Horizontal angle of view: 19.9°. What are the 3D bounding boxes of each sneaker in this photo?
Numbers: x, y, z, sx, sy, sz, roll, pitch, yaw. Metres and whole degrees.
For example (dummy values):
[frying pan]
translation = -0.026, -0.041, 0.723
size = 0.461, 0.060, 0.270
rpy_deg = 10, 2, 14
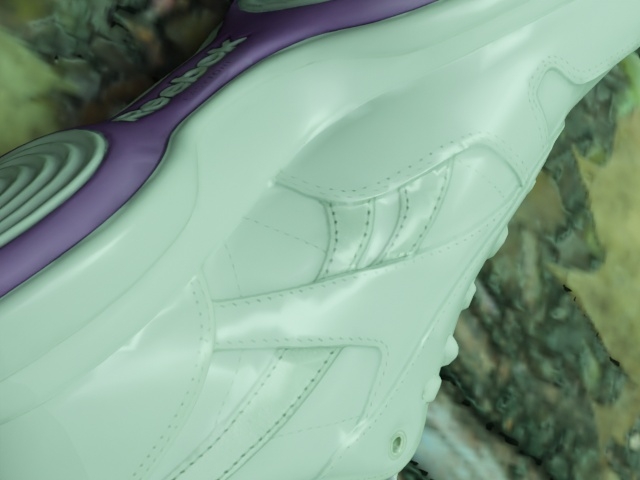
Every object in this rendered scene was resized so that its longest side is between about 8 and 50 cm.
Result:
[sneaker]
translation = 0.000, 0.000, 0.578
size = 0.305, 0.114, 0.152
rpy_deg = -35, 115, -28
